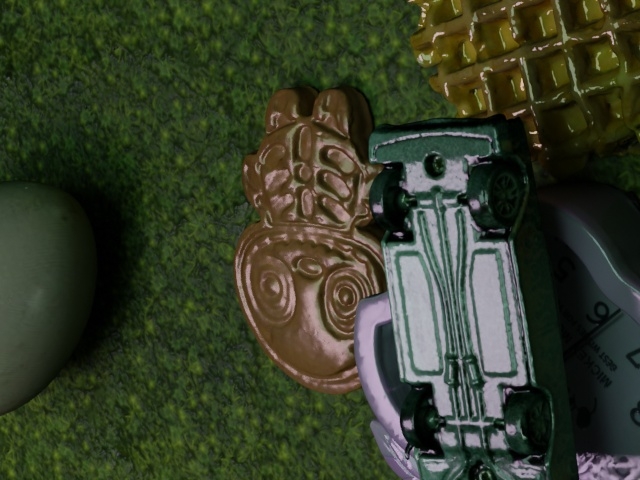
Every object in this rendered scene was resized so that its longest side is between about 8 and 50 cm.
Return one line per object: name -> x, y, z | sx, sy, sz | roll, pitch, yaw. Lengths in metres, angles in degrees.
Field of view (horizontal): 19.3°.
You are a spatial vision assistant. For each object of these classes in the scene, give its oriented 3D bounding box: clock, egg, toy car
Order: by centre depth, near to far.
toy car -> 0.122, 0.059, 1.475 | 0.141, 0.097, 0.321 | -2, 100, 41
clock -> 0.189, 0.120, 1.566 | 0.338, 0.102, 0.338 | 11, 107, 38
egg -> -0.340, 0.057, 1.913 | 0.295, 0.218, 0.218 | -42, 73, 29

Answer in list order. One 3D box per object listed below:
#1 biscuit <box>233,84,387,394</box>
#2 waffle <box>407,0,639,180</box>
biscuit -> -0.001, 0.000, 1.737 | 0.202, 0.044, 0.289 | 12, 109, 37
waffle -> 0.192, -0.197, 1.520 | 0.329, 0.062, 0.329 | 9, 105, 37
